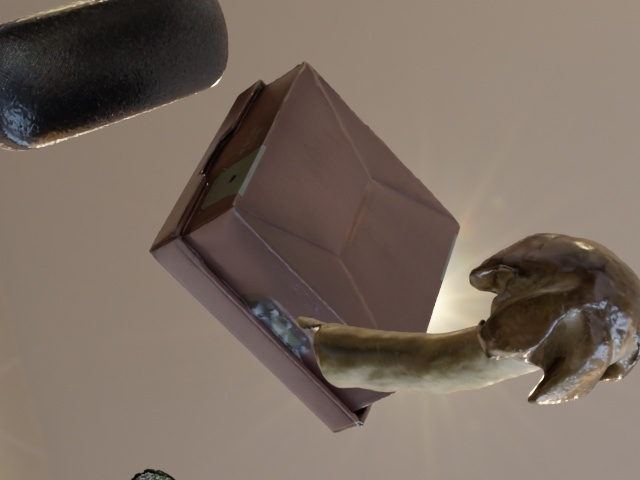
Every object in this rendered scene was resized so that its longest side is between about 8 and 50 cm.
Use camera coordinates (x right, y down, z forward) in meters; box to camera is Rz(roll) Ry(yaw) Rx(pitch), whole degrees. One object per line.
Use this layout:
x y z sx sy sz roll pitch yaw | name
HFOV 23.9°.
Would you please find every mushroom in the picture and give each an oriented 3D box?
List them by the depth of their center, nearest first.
0.048 0.038 0.593 0.187 0.061 0.060 -17 -90 50 | mushroom

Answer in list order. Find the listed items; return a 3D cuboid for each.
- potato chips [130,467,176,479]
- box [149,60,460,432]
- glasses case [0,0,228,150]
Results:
-0.234 0.332 1.684 0.209 0.142 0.026 -63 -153 29 | potato chips
0.000 0.000 1.177 0.086 0.215 0.215 -29 -66 36 | box
-0.176 -0.149 1.241 0.067 0.266 0.103 -2 -74 43 | glasses case
